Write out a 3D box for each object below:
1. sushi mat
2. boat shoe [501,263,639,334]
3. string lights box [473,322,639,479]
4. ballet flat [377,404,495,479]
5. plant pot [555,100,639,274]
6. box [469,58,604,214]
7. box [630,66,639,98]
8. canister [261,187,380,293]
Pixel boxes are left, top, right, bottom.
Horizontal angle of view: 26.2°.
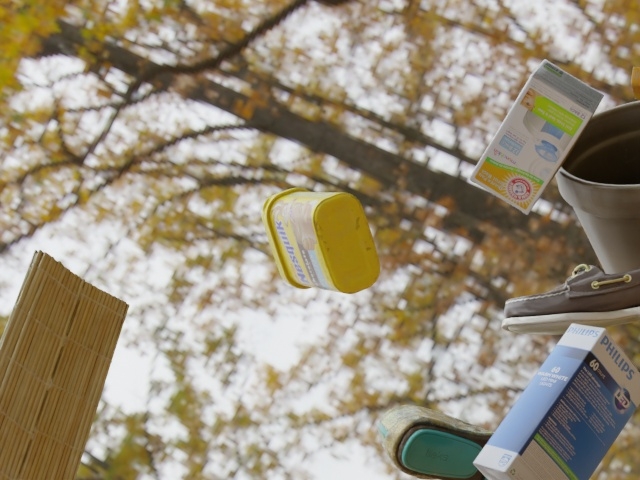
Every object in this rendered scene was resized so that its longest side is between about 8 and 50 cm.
[{"bbox_3d":[-0.330,0.170,1.662,0.151,0.019,0.316,38,-134,-30],"label":"sushi mat"},{"bbox_3d":[0.437,0.084,2.112,0.116,0.324,0.096,36,-132,-71],"label":"boat shoe"},{"bbox_3d":[0.346,0.259,1.948,0.133,0.077,0.259,48,-112,-24],"label":"string lights box"},{"bbox_3d":[0.229,0.328,2.095,0.348,0.123,0.123,23,-86,-30],"label":"ballet flat"},{"bbox_3d":[0.563,-0.047,2.279,0.323,0.323,0.280,-39,-54,-38],"label":"plant pot"},{"bbox_3d":[0.336,-0.160,2.143,0.203,0.114,0.103,-60,-7,29],"label":"box"},{"bbox_3d":[0.488,-0.205,1.839,0.081,0.136,0.028,29,-112,-71],"label":"box"},{"bbox_3d":[0.000,0.000,1.659,0.073,0.170,0.126,-21,-80,-20],"label":"canister"}]
